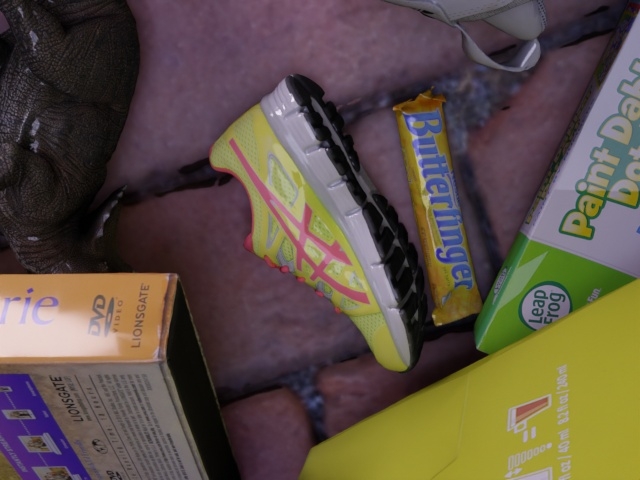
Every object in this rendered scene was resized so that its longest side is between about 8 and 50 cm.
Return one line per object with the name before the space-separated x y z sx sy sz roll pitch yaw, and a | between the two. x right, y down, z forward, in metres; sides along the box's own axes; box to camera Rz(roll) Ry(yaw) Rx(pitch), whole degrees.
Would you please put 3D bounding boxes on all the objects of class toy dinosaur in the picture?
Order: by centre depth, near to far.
toy dinosaur | -0.171 -0.086 0.605 0.121 0.160 0.313 9 97 30

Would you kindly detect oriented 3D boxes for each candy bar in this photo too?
candy bar | 0.079 -0.022 0.654 0.040 0.018 0.161 -18 107 -18

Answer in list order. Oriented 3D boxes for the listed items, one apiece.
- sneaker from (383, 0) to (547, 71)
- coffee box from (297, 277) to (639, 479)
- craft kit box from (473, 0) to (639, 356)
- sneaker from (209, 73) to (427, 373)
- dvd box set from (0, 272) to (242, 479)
sneaker | 0.117 -0.275 0.521 0.210 0.137 0.366 28 104 -13
coffee box | 0.179 0.254 0.509 0.338 0.337 0.334 -32 104 24
craft kit box | 0.260 0.003 0.622 0.246 0.061 0.250 23 104 4
sneaker | 0.000 0.000 0.647 0.094 0.081 0.208 -25 99 19
dvd box set | -0.273 0.129 0.625 0.420 0.062 0.307 -1 143 4
